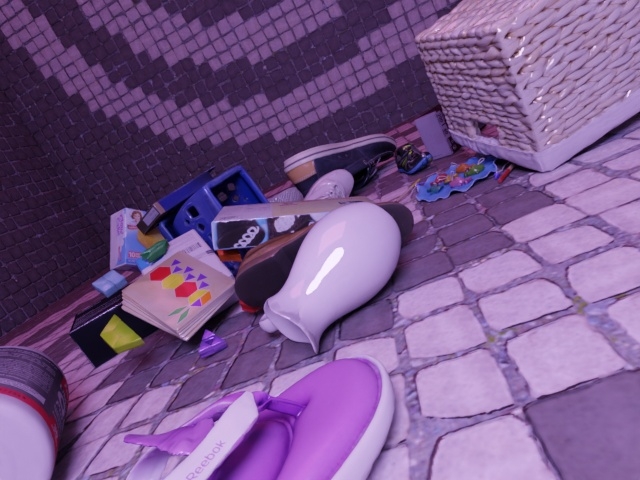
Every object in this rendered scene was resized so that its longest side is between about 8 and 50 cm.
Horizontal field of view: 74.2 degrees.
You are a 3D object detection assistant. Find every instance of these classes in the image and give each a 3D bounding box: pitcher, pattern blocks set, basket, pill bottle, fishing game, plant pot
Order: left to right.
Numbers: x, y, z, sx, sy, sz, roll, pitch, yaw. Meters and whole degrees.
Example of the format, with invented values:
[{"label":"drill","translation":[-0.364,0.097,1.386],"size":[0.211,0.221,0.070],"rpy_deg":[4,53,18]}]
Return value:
[{"label":"pill bottle","translation":[-0.445,0.244,0.571],"size":[0.176,0.176,0.319],"rpy_deg":[-33,16,-22]},{"label":"pattern blocks set","translation":[-0.250,0.094,0.761],"size":[0.286,0.026,0.325],"rpy_deg":[-34,46,-29]},{"label":"plant pot","translation":[-0.257,-0.028,1.108],"size":[0.212,0.235,0.236],"rpy_deg":[-29,12,23]},{"label":"pitcher","translation":[0.005,0.048,0.586],"size":[0.207,0.125,0.178],"rpy_deg":[-48,14,-25]},{"label":"fishing game","translation":[0.284,-0.141,0.893],"size":[0.189,0.041,0.264],"rpy_deg":[-40,19,-34]},{"label":"basket","translation":[0.398,-0.344,0.773],"size":[0.331,0.266,0.328],"rpy_deg":[-36,25,4]}]

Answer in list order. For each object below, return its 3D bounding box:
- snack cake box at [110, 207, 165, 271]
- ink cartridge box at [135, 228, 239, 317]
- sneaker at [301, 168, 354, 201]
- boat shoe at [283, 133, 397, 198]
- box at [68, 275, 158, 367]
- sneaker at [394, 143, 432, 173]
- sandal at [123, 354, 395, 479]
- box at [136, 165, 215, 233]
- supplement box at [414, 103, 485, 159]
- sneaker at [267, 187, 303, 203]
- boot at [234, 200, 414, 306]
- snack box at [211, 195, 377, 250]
[{"label":"snack cake box","translation":[-0.435,0.012,1.179],"size":[0.089,0.152,0.265],"rpy_deg":[-17,-18,38]},{"label":"ink cartridge box","translation":[-0.270,0.079,0.867],"size":[0.140,0.082,0.191],"rpy_deg":[-32,48,-20]},{"label":"sneaker","translation":[0.026,-0.089,1.072],"size":[0.292,0.108,0.169],"rpy_deg":[-46,23,-27]},{"label":"boat shoe","translation":[0.091,-0.237,1.377],"size":[0.187,0.155,0.500],"rpy_deg":[-21,3,44]},{"label":"box","translation":[-0.432,0.159,1.002],"size":[0.261,0.103,0.184],"rpy_deg":[-32,19,-21]},{"label":"sneaker","translation":[0.253,-0.234,1.198],"size":[0.067,0.078,0.188],"rpy_deg":[-29,15,-4]},{"label":"sandal","translation":[-0.122,0.195,0.303],"size":[0.417,0.102,0.169],"rpy_deg":[-31,15,-17]},{"label":"box","translation":[-0.365,-0.109,1.108],"size":[0.136,0.036,0.225],"rpy_deg":[-30,14,46]},{"label":"supplement box","translation":[0.386,-0.343,1.239],"size":[0.239,0.130,0.073],"rpy_deg":[-39,18,-36]},{"label":"sneaker","translation":[-0.209,-0.109,1.585],"size":[0.282,0.102,0.161],"rpy_deg":[-22,7,-24]},{"label":"boot","translation":[0.000,0.000,0.706],"size":[0.306,0.112,0.115],"rpy_deg":[-22,27,4]},{"label":"snack box","translation":[-0.044,-0.041,0.860],"size":[0.323,0.060,0.187],"rpy_deg":[-5,14,-5]}]
